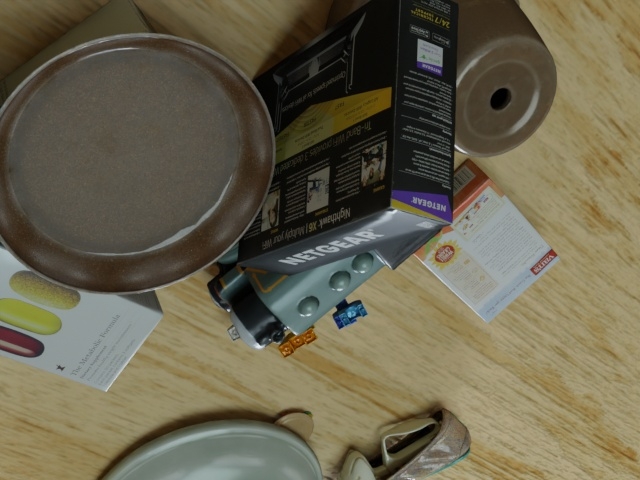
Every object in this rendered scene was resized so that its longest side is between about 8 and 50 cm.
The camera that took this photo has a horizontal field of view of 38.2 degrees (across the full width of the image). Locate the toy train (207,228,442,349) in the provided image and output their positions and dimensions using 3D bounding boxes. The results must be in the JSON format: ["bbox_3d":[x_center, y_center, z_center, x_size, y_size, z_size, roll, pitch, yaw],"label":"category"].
[{"bbox_3d":[0.000,0.000,1.208,0.334,0.190,0.142,-38,129,3],"label":"toy train"}]

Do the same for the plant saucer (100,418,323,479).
[{"bbox_3d":[-0.175,0.463,1.486,0.400,0.100,0.400,-12,129,-15],"label":"plant saucer"}]

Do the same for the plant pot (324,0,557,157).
[{"bbox_3d":[0.164,-0.217,1.115,0.263,0.229,0.263,-13,125,-18],"label":"plant pot"}]

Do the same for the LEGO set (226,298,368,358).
[{"bbox_3d":[-0.016,0.103,1.349,0.227,0.093,0.087,-28,98,0],"label":"LEGO set"}]

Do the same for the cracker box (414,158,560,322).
[{"bbox_3d":[0.240,0.006,1.404,0.155,0.067,0.232,-43,128,8],"label":"cracker box"}]

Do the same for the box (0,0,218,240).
[{"bbox_3d":[-0.258,-0.137,1.037,0.232,0.127,0.149,-36,129,1],"label":"box"}]

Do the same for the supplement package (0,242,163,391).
[{"bbox_3d":[-0.340,0.062,1.128,0.244,0.134,0.139,28,107,-36],"label":"supplement package"}]

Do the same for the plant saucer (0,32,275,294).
[{"bbox_3d":[-0.201,-0.081,0.987,0.310,0.050,0.311,-13,128,-17],"label":"plant saucer"}]

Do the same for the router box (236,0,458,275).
[{"bbox_3d":[0.021,-0.107,1.020,0.081,0.309,0.243,14,72,-31],"label":"router box"}]

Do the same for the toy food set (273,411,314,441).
[{"bbox_3d":[-0.049,0.310,1.505,0.082,0.020,0.083,12,116,-31],"label":"toy food set"}]

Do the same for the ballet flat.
[{"bbox_3d":[0.109,0.389,1.596,0.316,0.107,0.106,-32,109,-9],"label":"ballet flat"}]
